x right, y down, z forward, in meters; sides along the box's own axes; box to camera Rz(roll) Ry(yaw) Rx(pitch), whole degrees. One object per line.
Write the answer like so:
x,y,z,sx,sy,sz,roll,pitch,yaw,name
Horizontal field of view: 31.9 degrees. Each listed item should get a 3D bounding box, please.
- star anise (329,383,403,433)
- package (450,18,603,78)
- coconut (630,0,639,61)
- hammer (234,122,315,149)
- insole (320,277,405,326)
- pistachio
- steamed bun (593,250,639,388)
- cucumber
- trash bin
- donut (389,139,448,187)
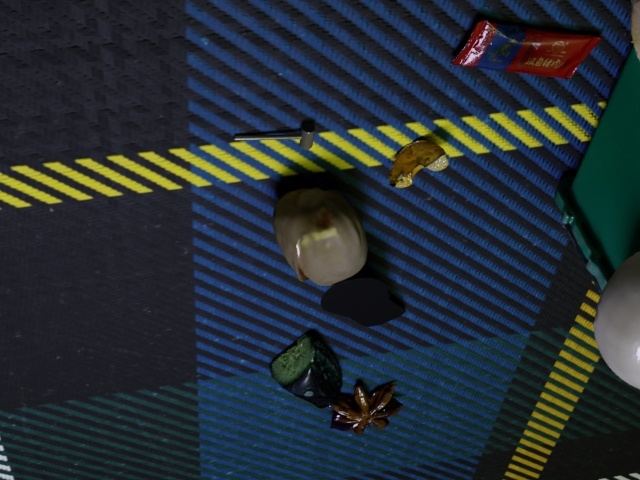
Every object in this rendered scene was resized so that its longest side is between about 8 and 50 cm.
0.086,0.330,2.181,0.168,0.057,0.168,-10,145,-7,star anise
0.276,-0.253,1.495,0.200,0.022,0.083,2,141,-25,package
0.506,-0.290,1.320,0.297,0.254,0.297,-17,126,-25,coconut
-0.063,-0.142,1.530,0.110,0.019,0.035,-1,142,-10,hammer
0.073,0.103,1.836,0.109,0.007,0.322,-23,161,12,insole
0.000,0.000,1.646,0.129,0.131,0.206,22,158,24,pistachio
0.488,0.117,1.491,0.231,0.145,0.232,-5,124,-7,steamed bun
-0.021,0.249,2.022,0.115,0.086,0.193,-24,150,9,cucumber
0.514,-0.091,1.589,0.259,0.295,0.381,-8,138,-10,trash bin
0.141,-0.104,1.615,0.083,0.067,0.038,-61,152,4,donut
